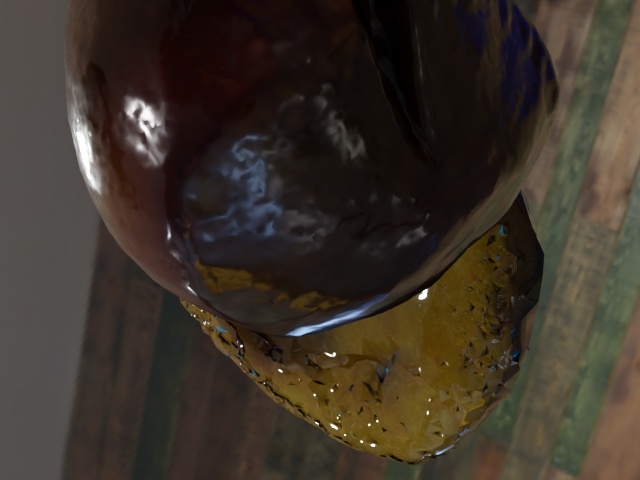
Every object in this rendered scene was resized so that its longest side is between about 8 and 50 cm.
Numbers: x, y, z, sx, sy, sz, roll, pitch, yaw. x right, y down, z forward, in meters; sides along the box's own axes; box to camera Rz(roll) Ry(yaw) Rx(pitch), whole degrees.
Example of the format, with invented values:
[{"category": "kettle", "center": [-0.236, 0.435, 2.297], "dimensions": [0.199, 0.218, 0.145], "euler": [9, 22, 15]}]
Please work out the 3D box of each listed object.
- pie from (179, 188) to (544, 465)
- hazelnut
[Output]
[{"category": "pie", "center": [0.001, 0.000, 0.650], "dimensions": [0.069, 0.273, 0.273], "euler": [-37, -41, -48]}, {"category": "hazelnut", "center": [-0.005, -0.054, 0.477], "dimensions": [0.204, 0.178, 0.178], "euler": [-15, -56, -35]}]
